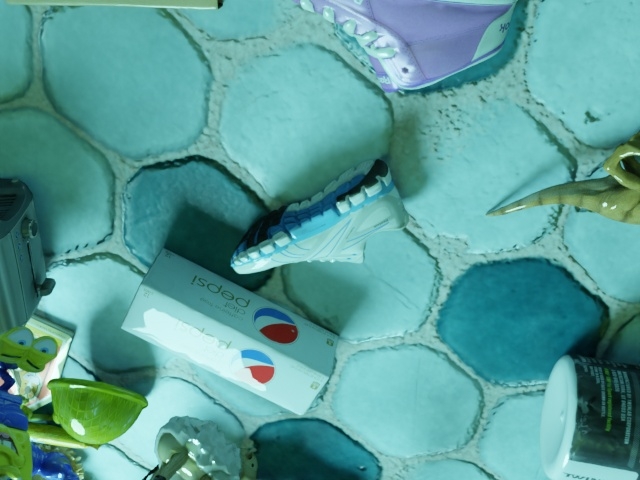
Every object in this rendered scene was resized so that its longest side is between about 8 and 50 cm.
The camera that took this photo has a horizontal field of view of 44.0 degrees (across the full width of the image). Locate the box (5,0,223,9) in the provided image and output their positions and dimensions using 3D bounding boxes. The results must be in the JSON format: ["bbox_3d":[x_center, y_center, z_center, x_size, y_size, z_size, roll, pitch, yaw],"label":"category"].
[{"bbox_3d":[-0.185,-0.279,0.667,0.201,0.021,0.164,4,121,7],"label":"box"}]

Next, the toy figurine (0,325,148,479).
[{"bbox_3d":[-0.339,0.223,0.791,0.191,0.217,0.362,-19,148,20],"label":"toy figurine"}]

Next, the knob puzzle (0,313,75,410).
[{"bbox_3d":[-0.404,0.150,0.954,0.213,0.030,0.213,4,121,7],"label":"knob puzzle"}]

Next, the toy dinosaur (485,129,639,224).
[{"bbox_3d":[0.263,-0.042,0.703,0.212,0.064,0.112,8,122,6],"label":"toy dinosaur"}]

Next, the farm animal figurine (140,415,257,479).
[{"bbox_3d":[-0.086,0.371,0.961,0.327,0.172,0.330,35,129,3],"label":"farm animal figurine"}]

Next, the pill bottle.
[{"bbox_3d":[0.355,0.196,0.788,0.246,0.130,0.130,10,121,5],"label":"pill bottle"}]

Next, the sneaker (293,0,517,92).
[{"bbox_3d":[0.017,-0.192,0.633,0.282,0.102,0.161,3,124,4],"label":"sneaker"}]

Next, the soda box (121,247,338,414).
[{"bbox_3d":[-0.093,0.098,0.842,0.216,0.074,0.069,27,121,-6],"label":"soda box"}]

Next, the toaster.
[{"bbox_3d":[-0.394,0.025,0.819,0.227,0.129,0.146,-2,122,3],"label":"toaster"}]

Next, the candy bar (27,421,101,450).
[{"bbox_3d":[-0.352,0.240,0.989,0.162,0.040,0.018,8,95,0],"label":"candy bar"}]

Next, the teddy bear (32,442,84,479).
[{"bbox_3d":[-0.454,0.358,1.037,0.338,0.113,0.245,-30,123,9],"label":"teddy bear"}]

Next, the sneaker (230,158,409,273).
[{"bbox_3d":[0.000,0.000,0.774,0.191,0.071,0.083,-25,119,22],"label":"sneaker"}]
